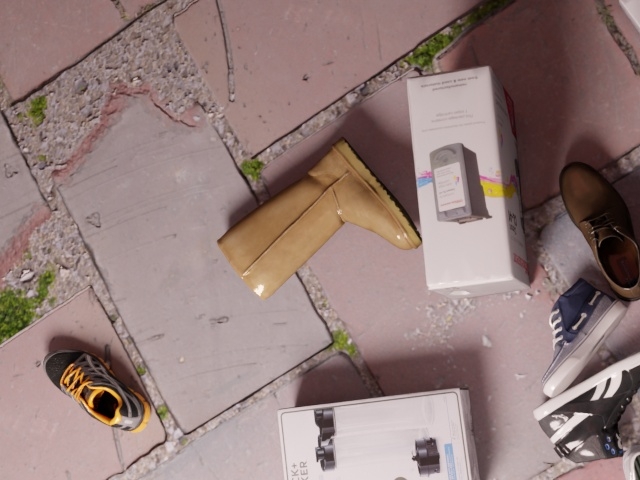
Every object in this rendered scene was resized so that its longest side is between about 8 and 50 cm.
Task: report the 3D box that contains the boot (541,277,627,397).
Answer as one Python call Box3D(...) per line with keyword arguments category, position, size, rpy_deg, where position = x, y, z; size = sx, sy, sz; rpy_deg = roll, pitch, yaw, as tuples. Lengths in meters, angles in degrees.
Box3D(category="boot", position=(0.361, 0.141, 1.613), size=(0.086, 0.069, 0.190), rpy_deg=(35, 62, 23))

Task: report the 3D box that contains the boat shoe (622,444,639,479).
Box3D(category="boat shoe", position=(0.483, 0.402, 1.556), size=(0.083, 0.076, 0.226), rpy_deg=(-27, 76, 12))

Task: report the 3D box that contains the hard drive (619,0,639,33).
Box3D(category="hard drive", position=(0.639, -0.364, 1.634), size=(0.318, 0.040, 0.210), rpy_deg=(-33, 74, 10))

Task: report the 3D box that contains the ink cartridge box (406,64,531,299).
Box3D(category="ink cartridge box", position=(0.222, -0.078, 1.622), size=(0.131, 0.226, 0.306), rpy_deg=(-8, 81, 17))

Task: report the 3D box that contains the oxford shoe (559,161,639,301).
Box3D(category="oxford shoe", position=(0.421, -0.022, 1.624), size=(0.082, 0.096, 0.227), rpy_deg=(-31, 73, 12))

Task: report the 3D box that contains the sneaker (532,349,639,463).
Box3D(category="sneaker", position=(0.430, 0.246, 1.599), size=(0.216, 0.079, 0.121), rpy_deg=(-33, 78, 18))

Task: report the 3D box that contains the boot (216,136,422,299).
Box3D(category="boot", position=(0.000, 0.000, 1.755), size=(0.269, 0.089, 0.236), rpy_deg=(-41, 63, 8))

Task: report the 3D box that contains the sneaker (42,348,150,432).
Box3D(category="sneaker", position=(-0.381, 0.244, 1.832), size=(0.214, 0.083, 0.084), rpy_deg=(28, 92, 19))

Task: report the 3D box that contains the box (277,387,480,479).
Box3D(category="box", position=(0.089, 0.323, 1.678), size=(0.289, 0.087, 0.169), rpy_deg=(-8, 80, 16))
